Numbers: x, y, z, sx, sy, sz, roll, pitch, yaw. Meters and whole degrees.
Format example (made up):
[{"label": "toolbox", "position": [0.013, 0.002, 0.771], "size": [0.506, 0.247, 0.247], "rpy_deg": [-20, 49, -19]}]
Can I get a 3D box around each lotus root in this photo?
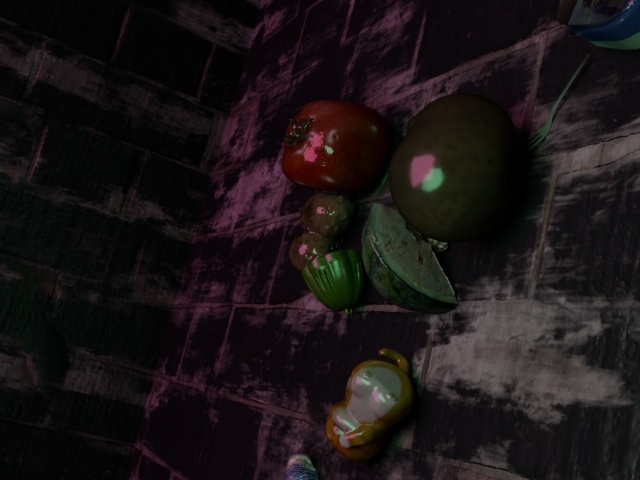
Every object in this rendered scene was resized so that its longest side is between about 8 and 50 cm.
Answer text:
[{"label": "lotus root", "position": [0.055, 0.134, 2.176], "size": [0.186, 0.186, 0.186], "rpy_deg": [-44, 36, 44]}]

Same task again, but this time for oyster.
[{"label": "oyster", "position": [0.266, 0.006, 1.940], "size": [0.165, 0.053, 0.108], "rpy_deg": [-45, 42, 34]}]

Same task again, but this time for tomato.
[{"label": "tomato", "position": [0.043, -0.280, 2.315], "size": [0.325, 0.289, 0.293], "rpy_deg": [4, 77, 62]}]

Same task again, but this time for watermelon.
[{"label": "watermelon", "position": [0.202, 0.062, 1.869], "size": [0.180, 0.224, 0.305], "rpy_deg": [-29, 61, 7]}]

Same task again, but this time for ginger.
[{"label": "ginger", "position": [0.000, 0.000, 2.387], "size": [0.244, 0.155, 0.304], "rpy_deg": [7, 86, 57]}]

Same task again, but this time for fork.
[{"label": "fork", "position": [0.519, -0.296, 1.686], "size": [0.235, 0.021, 0.039], "rpy_deg": [-58, 32, 21]}]

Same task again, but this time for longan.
[{"label": "longan", "position": [0.306, -0.161, 1.734], "size": [0.288, 0.288, 0.350], "rpy_deg": [-11, 54, 61]}]

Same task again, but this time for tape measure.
[{"label": "tape measure", "position": [0.619, -0.506, 1.499], "size": [0.259, 0.138, 0.262], "rpy_deg": [-68, 25, 9]}]

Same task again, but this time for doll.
[{"label": "doll", "position": [0.112, 0.405, 1.839], "size": [0.167, 0.162, 0.270], "rpy_deg": [46, 111, 29]}]

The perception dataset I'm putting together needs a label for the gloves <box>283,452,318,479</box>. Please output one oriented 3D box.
[{"label": "gloves", "position": [-0.057, 0.664, 2.050], "size": [0.119, 0.097, 0.229], "rpy_deg": [-22, 38, 9]}]
